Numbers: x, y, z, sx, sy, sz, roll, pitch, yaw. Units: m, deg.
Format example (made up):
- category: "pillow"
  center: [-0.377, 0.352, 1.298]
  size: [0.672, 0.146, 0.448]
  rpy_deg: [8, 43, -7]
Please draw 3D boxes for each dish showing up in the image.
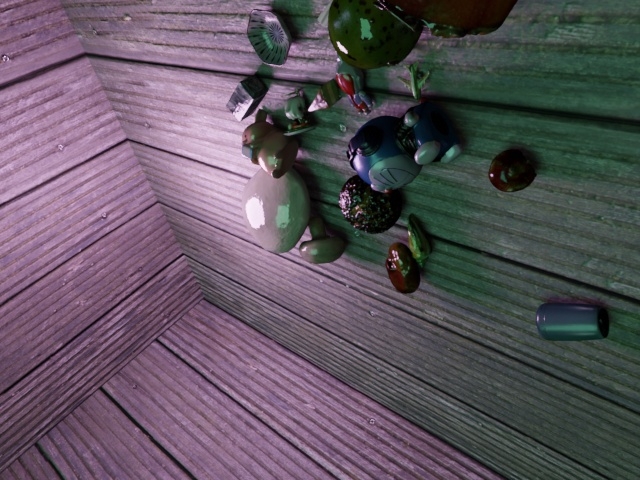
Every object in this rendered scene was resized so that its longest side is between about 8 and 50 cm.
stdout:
- category: "dish"
  center: [-0.156, -0.683, 1.462]
  size: [0.191, 0.066, 0.190]
  rpy_deg: [29, 145, 23]

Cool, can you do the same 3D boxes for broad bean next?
- category: "broad bean"
  center: [0.317, 0.109, 1.698]
  size: [0.122, 0.156, 0.228]
  rpy_deg: [-14, 131, 16]

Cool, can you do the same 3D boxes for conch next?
- category: "conch"
  center: [0.358, 0.008, 1.597]
  size: [0.080, 0.095, 0.200]
  rpy_deg: [-19, 113, 23]

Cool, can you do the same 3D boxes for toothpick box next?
- category: "toothpick box"
  center: [0.782, 0.251, 1.359]
  size: [0.184, 0.120, 0.120]
  rpy_deg: [-13, 116, 49]

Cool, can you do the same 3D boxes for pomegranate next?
- category: "pomegranate"
  center: [0.130, -0.568, 1.113]
  size: [0.254, 0.254, 0.270]
  rpy_deg: [-18, 108, 55]

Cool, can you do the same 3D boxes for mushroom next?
- category: "mushroom"
  center: [0.012, 0.012, 1.944]
  size: [0.206, 0.209, 0.206]
  rpy_deg: [16, 161, 6]

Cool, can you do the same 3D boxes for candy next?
- category: "candy"
  center: [-0.202, -0.149, 1.907]
  size: [0.427, 0.186, 0.386]
  rpy_deg: [-45, 70, 44]

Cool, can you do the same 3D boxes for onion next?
- category: "onion"
  center: [0.515, -0.185, 1.191]
  size: [0.117, 0.119, 0.118]
  rpy_deg: [60, 148, 9]

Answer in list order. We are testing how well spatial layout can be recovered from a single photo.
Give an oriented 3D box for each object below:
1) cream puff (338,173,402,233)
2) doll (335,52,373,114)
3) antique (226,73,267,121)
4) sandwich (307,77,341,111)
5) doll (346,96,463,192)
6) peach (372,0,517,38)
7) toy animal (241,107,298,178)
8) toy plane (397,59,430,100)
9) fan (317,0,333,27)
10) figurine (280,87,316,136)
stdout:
- category: "cream puff"
  center: [0.174, -0.129, 1.593]
  size: [0.239, 0.165, 0.239]
  rpy_deg: [27, 142, 23]
- category: "doll"
  center: [0.097, -0.493, 1.369]
  size: [0.102, 0.075, 0.227]
  rpy_deg: [21, 150, 49]
- category: "antique"
  center: [-0.288, -0.561, 1.722]
  size: [0.086, 0.088, 0.183]
  rpy_deg: [49, 148, -7]
- category: "sandwich"
  center: [-0.001, -0.491, 1.486]
  size: [0.116, 0.074, 0.074]
  rpy_deg: [6, 132, 47]
- category: "doll"
  center: [0.232, -0.275, 1.316]
  size: [0.310, 0.284, 0.240]
  rpy_deg: [-28, 64, 44]
- category: "peach"
  center: [0.237, -0.599, 0.857]
  size: [0.353, 0.339, 0.416]
  rpy_deg: [-1, 129, 50]
- category: "toy animal"
  center: [-0.212, -0.364, 1.731]
  size: [0.256, 0.213, 0.195]
  rpy_deg: [32, 132, 20]
- category: "toy plane"
  center: [0.270, -0.453, 1.248]
  size: [0.102, 0.040, 0.111]
  rpy_deg: [10, 133, 45]
- category: "fan"
  center: [0.098, -0.732, 1.167]
  size: [0.233, 0.012, 0.415]
  rpy_deg: [51, 145, -6]
- category: "figurine"
  center: [-0.094, -0.467, 1.592]
  size: [0.132, 0.132, 0.153]
  rpy_deg: [4, 116, 46]
